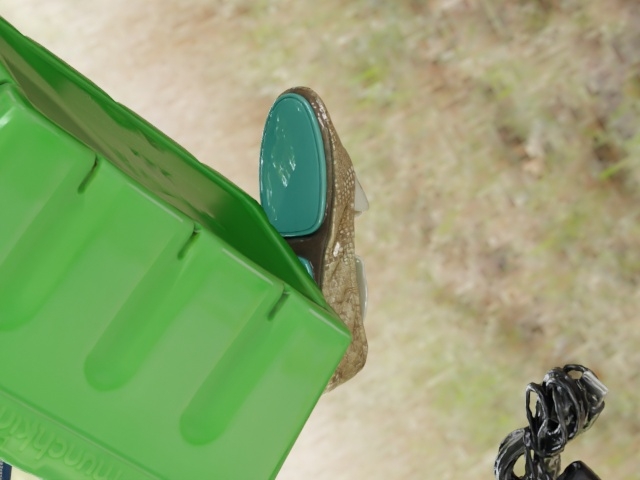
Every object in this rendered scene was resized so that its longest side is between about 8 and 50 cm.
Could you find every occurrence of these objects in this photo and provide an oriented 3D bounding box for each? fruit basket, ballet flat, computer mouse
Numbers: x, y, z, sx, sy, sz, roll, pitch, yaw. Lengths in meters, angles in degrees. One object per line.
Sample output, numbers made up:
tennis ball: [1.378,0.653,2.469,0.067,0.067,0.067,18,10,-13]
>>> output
fruit basket: [-0.225,0.071,1.186,0.283,0.392,0.392,-127,24,-49]
ballet flat: [0.000,0.000,1.315,0.073,0.067,0.206,6,98,44]
computer mouse: [0.211,0.236,1.429,0.188,0.072,0.272,110,148,-58]

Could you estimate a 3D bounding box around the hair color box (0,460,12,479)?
hair color box: [-0.374,0.235,1.961,0.347,0.105,0.174,-95,25,-56]
